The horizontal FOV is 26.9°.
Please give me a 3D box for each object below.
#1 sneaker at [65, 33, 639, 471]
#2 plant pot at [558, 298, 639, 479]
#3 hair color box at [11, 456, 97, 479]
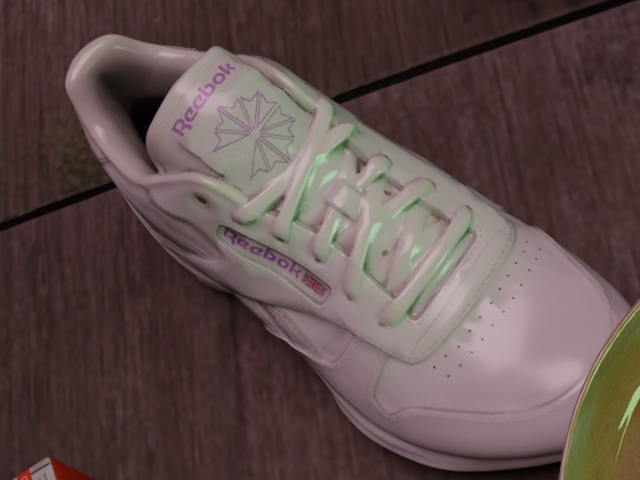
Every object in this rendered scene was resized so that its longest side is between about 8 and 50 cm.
[{"bbox_3d":[0.000,0.000,0.588,0.305,0.152,0.114,28,77,32],"label":"sneaker"},{"bbox_3d":[0.204,0.102,0.481,0.236,0.032,0.236,-2,74,8],"label":"plant pot"},{"bbox_3d":[-0.169,0.188,0.631,0.167,0.053,0.093,-35,56,7],"label":"hair color box"}]
